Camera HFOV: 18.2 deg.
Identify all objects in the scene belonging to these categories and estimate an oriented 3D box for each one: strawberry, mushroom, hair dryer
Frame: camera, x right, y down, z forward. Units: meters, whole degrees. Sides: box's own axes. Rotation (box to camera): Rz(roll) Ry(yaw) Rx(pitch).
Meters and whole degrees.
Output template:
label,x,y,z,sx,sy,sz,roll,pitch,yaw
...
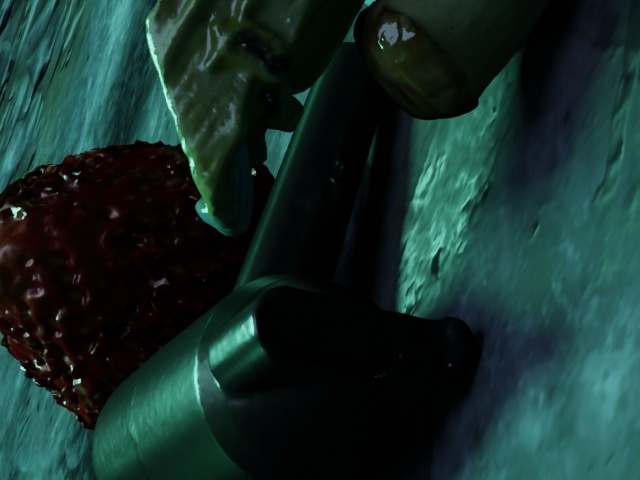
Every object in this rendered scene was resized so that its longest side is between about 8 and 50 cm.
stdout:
label,x,y,z,sx,sy,sz,roll,pitch,yaw
strawberry,-0.112,0.025,1.179,0.187,0.201,0.184,-53,48,15
mushroom,0.103,-0.198,0.908,0.312,0.081,0.100,-65,21,12
hair dryer,0.000,0.000,1.027,0.244,0.116,0.302,-39,31,58

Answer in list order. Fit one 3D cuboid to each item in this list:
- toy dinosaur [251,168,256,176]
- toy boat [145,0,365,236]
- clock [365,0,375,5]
label,x,y,z,sx,sy,sz,roll,pitch,yaw
toy dinosaur,-0.073,-0.015,1.357,0.106,0.044,0.187,-37,36,38
toy boat,-0.009,-0.141,0.970,0.276,0.084,0.111,-61,-11,-2
clock,0.042,-0.175,1.079,0.147,0.045,0.108,-122,26,-54
